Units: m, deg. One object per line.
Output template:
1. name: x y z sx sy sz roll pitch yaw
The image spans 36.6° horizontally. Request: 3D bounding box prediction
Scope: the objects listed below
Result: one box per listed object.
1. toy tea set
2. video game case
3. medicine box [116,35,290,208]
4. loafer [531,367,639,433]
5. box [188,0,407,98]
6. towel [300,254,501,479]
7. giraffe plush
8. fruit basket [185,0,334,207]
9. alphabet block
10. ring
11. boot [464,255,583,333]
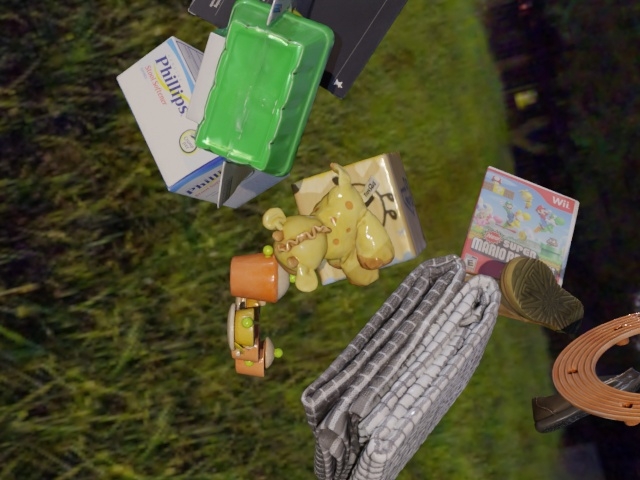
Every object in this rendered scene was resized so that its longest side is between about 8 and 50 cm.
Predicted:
1. toy tea set: -0.105 0.150 1.857 0.336 0.124 0.200 93 -2 -68
2. video game case: 0.394 -0.005 1.919 0.025 0.204 0.285 110 2 -54
3. medicine box: -0.227 -0.224 1.925 0.263 0.149 0.289 63 18 15
4. loafer: 0.487 0.280 1.788 0.080 0.220 0.078 52 15 -64
5. box: -0.005 -0.481 1.669 0.312 0.343 0.179 29 27 -14
6. towel: 0.093 0.176 1.177 0.283 0.121 0.235 -47 161 -26
7. giraffe plush: 0.000 0.000 1.504 0.181 0.170 0.210 45 -31 27
8. fruit basket: -0.087 -0.240 1.474 0.353 0.165 0.327 -82 -169 -72
9. alphabet block: 0.077 -0.046 1.815 0.193 0.192 0.197 -31 103 -78
10. ring: 0.493 0.171 1.345 0.336 0.336 0.032 -70 144 -71
11. boot: 0.291 0.087 1.694 0.236 0.269 0.089 40 71 -40
